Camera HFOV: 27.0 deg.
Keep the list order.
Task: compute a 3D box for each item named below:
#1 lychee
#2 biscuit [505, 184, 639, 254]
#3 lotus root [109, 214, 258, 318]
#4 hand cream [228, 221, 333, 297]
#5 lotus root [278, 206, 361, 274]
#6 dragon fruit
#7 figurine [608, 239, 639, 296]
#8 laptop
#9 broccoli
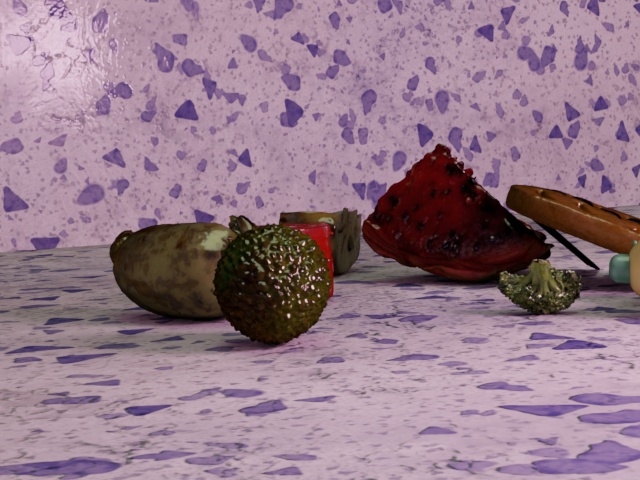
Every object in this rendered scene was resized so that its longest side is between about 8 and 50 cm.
[{"bbox_3d":[-0.059,0.056,1.695,0.171,0.171,0.171,-2,4,0],"label":"lychee"},{"bbox_3d":[0.488,-0.020,2.196,0.367,0.063,0.314,22,10,22],"label":"biscuit"},{"bbox_3d":[-0.201,0.043,2.000,0.309,0.173,0.173,2,6,41],"label":"lotus root"},{"bbox_3d":[-0.073,0.038,2.154,0.193,0.125,0.193,-2,5,0],"label":"hand cream"},{"bbox_3d":[0.000,0.000,2.562,0.119,0.138,0.235,4,5,16],"label":"lotus root"},{"bbox_3d":[0.277,0.025,2.402,0.286,0.228,0.329,45,6,29],"label":"dragon fruit"},{"bbox_3d":[0.539,0.037,1.886,0.222,0.124,0.325,-3,0,40],"label":"figurine"},{"bbox_3d":[0.419,-0.013,2.394,0.197,0.016,0.135,43,9,17],"label":"laptop"},{"bbox_3d":[0.307,0.060,1.876,0.095,0.092,0.097,-19,30,-26],"label":"broccoli"}]
